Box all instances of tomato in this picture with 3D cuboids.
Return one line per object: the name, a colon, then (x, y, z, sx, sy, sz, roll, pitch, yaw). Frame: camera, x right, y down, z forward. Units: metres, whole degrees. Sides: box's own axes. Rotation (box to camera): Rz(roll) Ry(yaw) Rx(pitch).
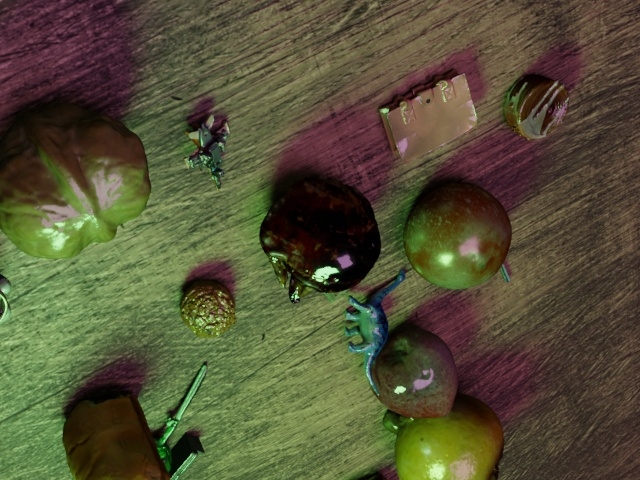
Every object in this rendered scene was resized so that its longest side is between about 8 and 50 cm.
tomato: (0.345, -0.001, 1.933, 0.270, 0.222, 0.270, -10, 120, -17)

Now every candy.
candy: (-0.358, 0.443, 1.939, 0.097, 0.097, 0.323, 28, 94, -35)

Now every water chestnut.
water chestnut: (0.000, 0.000, 1.754, 0.244, 0.289, 0.289, -23, 133, 29)

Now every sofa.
sofa: (-0.354, 0.575, 1.997, 0.060, 0.085, 0.147, 35, 98, -33)

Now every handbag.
handbag: (0.251, -0.289, 1.823, 0.213, 0.059, 0.157, -28, 126, -9)

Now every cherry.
cherry: (0.253, 0.359, 2.101, 0.240, 0.206, 0.239, -15, 125, -22)

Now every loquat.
loquat: (0.341, 0.580, 2.222, 0.360, 0.328, 0.328, 22, 112, 12)

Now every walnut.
walnut: (-0.461, -0.111, 1.446, 0.282, 0.277, 0.253, -14, 128, -32)

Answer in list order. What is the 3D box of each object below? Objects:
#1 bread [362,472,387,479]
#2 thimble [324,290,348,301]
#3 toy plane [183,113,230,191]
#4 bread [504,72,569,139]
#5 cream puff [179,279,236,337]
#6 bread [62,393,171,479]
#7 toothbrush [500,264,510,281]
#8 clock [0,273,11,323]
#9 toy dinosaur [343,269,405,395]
bread: (0.139, 0.882, 2.322, 0.278, 0.167, 0.324, -20, 105, -15)
thimble: (0.023, 0.101, 1.914, 0.062, 0.084, 0.110, -38, 125, -3)
toy plane: (-0.226, -0.172, 1.653, 0.135, 0.062, 0.188, -45, 135, -30)
bread: (0.526, -0.327, 1.929, 0.161, 0.073, 0.160, -14, 124, -23)
cream puff: (-0.256, 0.160, 1.800, 0.126, 0.103, 0.143, -28, 120, -8)
bread: (-0.457, 0.482, 1.738, 0.195, 0.344, 0.148, -39, 136, -4)
toothbrush: (0.483, 0.036, 2.149, 0.019, 0.016, 0.219, -39, 126, -12)
clock: (-0.719, 0.081, 1.504, 0.200, 0.146, 0.243, -31, 131, -14)
toy dinosaur: (0.119, 0.220, 2.016, 0.145, 0.076, 0.328, 15, 81, -11)
